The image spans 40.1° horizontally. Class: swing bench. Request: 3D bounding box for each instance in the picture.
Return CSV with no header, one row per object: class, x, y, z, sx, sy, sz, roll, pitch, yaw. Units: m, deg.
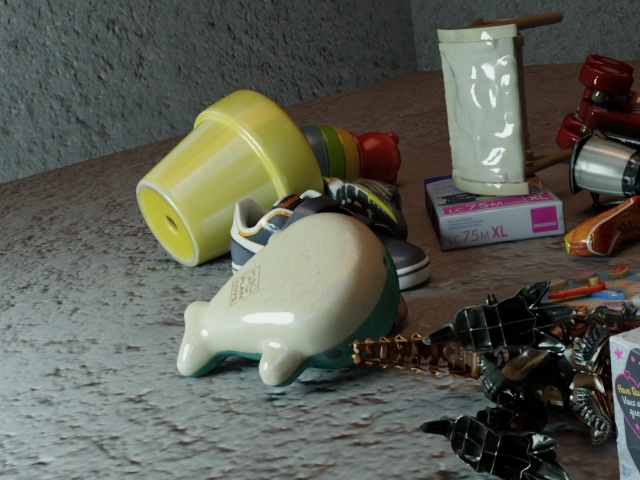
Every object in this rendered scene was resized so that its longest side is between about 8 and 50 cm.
swing bench,0.288,-0.226,1.415,0.165,0.253,0.254,3,18,32

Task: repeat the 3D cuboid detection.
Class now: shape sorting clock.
shape sorting clock,0.311,0.060,0.979,0.206,0.040,0.206,-14,12,3

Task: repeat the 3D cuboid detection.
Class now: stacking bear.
stacking bear,0.022,-0.153,1.726,0.288,0.176,0.164,-7,12,-22

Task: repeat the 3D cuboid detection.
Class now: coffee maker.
coffee maker,0.499,-0.120,1.341,0.178,0.120,0.171,21,57,40

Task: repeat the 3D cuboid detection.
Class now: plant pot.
plant pot,-0.163,-0.086,1.460,0.239,0.254,0.254,-37,27,-26

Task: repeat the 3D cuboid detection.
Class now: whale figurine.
whale figurine,-0.034,0.085,0.992,0.272,0.141,0.216,-26,40,22

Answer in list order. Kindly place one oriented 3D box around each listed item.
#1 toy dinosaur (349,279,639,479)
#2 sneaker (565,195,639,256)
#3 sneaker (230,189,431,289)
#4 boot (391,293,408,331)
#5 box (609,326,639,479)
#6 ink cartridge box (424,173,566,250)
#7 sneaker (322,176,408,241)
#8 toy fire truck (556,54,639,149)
toy dinosaur,0.186,0.119,0.772,0.321,0.164,0.218,-22,-6,25
sneaker,0.406,-0.023,1.215,0.175,0.064,0.067,-16,7,-33
sneaker,0.000,0.000,1.245,0.321,0.128,0.126,2,18,30
boot,0.049,0.087,1.071,0.118,0.042,0.087,-12,22,17
box,0.351,0.117,0.607,0.247,0.142,0.163,-13,17,-16
ink cartridge box,0.271,-0.065,1.438,0.185,0.065,0.311,-8,14,3
sneaker,0.085,-0.054,1.425,0.121,0.111,0.300,-8,18,-16
toy fire truck,0.624,-0.247,1.750,0.253,0.169,0.302,21,25,13
